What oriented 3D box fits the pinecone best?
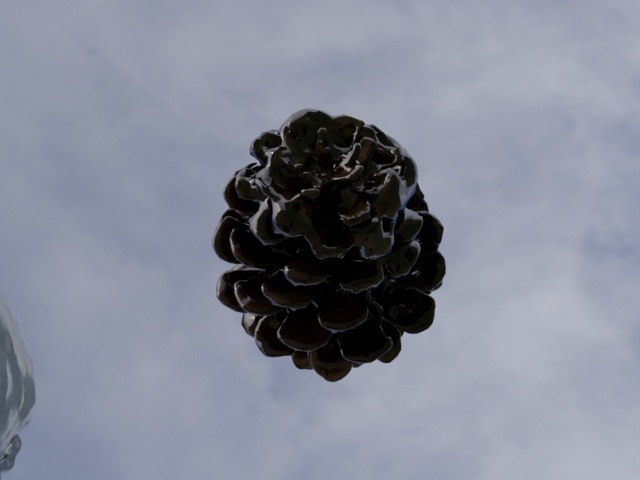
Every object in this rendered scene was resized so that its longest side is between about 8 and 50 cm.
[{"bbox_3d":[0.000,0.000,0.413,0.077,0.077,0.083,-41,-32,-9],"label":"pinecone"}]

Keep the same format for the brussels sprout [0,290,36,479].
[{"bbox_3d":[-0.290,0.031,0.701,0.242,0.316,0.274,-46,-110,5],"label":"brussels sprout"}]
